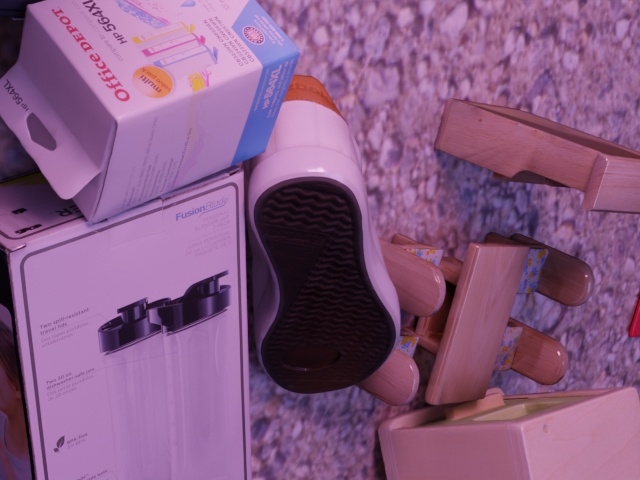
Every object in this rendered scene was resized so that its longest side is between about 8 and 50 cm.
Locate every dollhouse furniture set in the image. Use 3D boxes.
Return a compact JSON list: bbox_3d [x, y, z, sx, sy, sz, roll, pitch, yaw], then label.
[{"bbox_3d":[0.158,0.027,1.030,0.212,0.161,0.242,1,109,-46],"label":"dollhouse furniture set"}]

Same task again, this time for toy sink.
[{"bbox_3d":[0.148,0.202,1.111,0.152,0.234,0.131,-9,87,-39],"label":"toy sink"}]

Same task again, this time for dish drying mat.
[{"bbox_3d":[0.347,0.063,1.358,0.032,0.008,0.083,0,109,-46],"label":"dish drying mat"}]

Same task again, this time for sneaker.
[{"bbox_3d":[0.000,0.000,0.905,0.105,0.123,0.290,-5,143,-3],"label":"sneaker"}]

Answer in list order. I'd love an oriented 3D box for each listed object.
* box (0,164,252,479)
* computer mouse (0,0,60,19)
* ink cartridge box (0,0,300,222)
[{"bbox_3d":[-0.134,0.092,0.821,0.169,0.087,0.290,-23,126,-36],"label":"box"},{"bbox_3d":[-0.125,-0.206,0.698,0.262,0.060,0.184,-9,117,-43],"label":"computer mouse"},{"bbox_3d":[-0.101,-0.085,0.717,0.143,0.092,0.090,-27,157,-35],"label":"ink cartridge box"}]
